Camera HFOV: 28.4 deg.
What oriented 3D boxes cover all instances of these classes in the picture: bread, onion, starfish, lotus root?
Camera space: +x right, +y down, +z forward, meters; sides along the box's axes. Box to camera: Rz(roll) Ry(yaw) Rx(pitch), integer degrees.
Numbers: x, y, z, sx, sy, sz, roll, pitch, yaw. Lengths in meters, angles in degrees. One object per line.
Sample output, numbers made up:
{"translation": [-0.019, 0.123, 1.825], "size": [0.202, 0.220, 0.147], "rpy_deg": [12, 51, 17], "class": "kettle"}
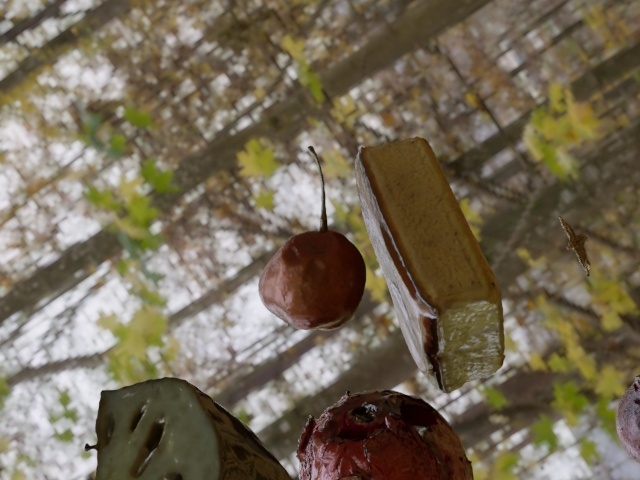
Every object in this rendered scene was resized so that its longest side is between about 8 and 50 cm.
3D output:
{"translation": [0.175, 0.043, 2.028], "size": [0.323, 0.143, 0.333], "rpy_deg": [74, 175, -57], "class": "bread"}
{"translation": [0.613, 0.317, 2.319], "size": [0.159, 0.159, 0.195], "rpy_deg": [-110, -2, -64], "class": "onion"}
{"translation": [0.329, 0.003, 1.625], "size": [0.092, 0.016, 0.086], "rpy_deg": [-29, -83, -62], "class": "starfish"}
{"translation": [-0.086, 0.292, 1.121], "size": [0.260, 0.149, 0.267], "rpy_deg": [53, -151, -46], "class": "lotus root"}

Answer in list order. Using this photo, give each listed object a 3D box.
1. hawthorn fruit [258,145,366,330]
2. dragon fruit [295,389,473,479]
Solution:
{"translation": [0.000, 0.000, 1.978], "size": [0.165, 0.285, 0.165], "rpy_deg": [11, -174, -1], "class": "hawthorn fruit"}
{"translation": [0.099, 0.389, 2.039], "size": [0.295, 0.296, 0.301], "rpy_deg": [-113, 1, -56], "class": "dragon fruit"}
